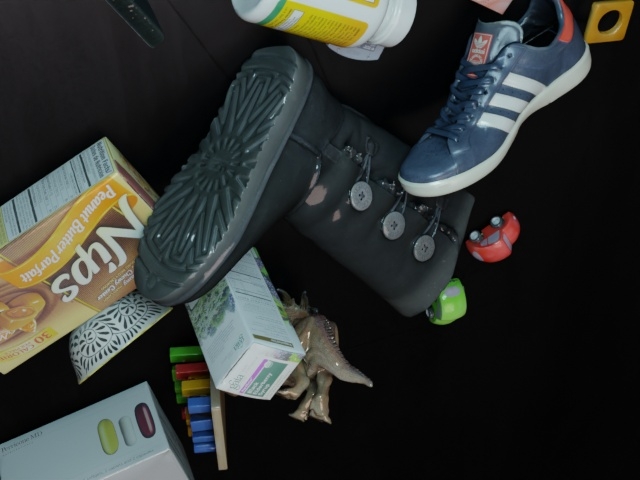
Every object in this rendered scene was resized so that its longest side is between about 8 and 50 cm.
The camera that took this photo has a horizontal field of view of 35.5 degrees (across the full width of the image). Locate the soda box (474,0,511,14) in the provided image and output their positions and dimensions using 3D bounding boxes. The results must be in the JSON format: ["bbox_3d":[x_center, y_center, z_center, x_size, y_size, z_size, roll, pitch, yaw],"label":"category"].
[{"bbox_3d":[0.176,-0.354,1.272,0.183,0.058,0.063,12,123,-36],"label":"soda box"}]

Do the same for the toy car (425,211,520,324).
[{"bbox_3d":[0.228,0.069,1.695,0.239,0.053,0.225,-13,134,-17],"label":"toy car"}]

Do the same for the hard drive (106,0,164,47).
[{"bbox_3d":[-0.217,-0.276,1.078,0.022,0.135,0.094,-36,136,7],"label":"hard drive"}]

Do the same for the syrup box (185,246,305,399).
[{"bbox_3d":[-0.117,0.104,1.410,0.096,0.237,0.093,18,119,-38],"label":"syrup box"}]

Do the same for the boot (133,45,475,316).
[{"bbox_3d":[0.001,-0.002,1.384,0.445,0.146,0.367,35,86,-46],"label":"boot"}]

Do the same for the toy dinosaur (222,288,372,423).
[{"bbox_3d":[-0.024,0.155,1.488,0.127,0.295,0.200,30,68,-24],"label":"toy dinosaur"}]

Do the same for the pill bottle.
[{"bbox_3d":[0.008,-0.297,1.193,0.208,0.118,0.118,7,126,-33],"label":"pill bottle"}]

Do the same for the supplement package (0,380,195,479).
[{"bbox_3d":[-0.353,0.384,1.612,0.261,0.145,0.204,-23,137,-7],"label":"supplement package"}]

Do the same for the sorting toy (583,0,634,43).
[{"bbox_3d":[0.420,-0.430,1.342,0.195,0.047,0.348,2,128,-24],"label":"sorting toy"}]

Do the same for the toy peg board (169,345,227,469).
[{"bbox_3d":[-0.193,0.254,1.578,0.079,0.161,0.161,-4,133,-4],"label":"toy peg board"}]

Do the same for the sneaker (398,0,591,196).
[{"bbox_3d":[0.218,-0.209,1.350,0.350,0.131,0.148,-45,129,-19],"label":"sneaker"}]

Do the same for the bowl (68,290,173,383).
[{"bbox_3d":[-0.300,0.120,1.422,0.170,0.170,0.080,-38,93,9],"label":"bowl"}]

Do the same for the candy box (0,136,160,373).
[{"bbox_3d":[-0.354,0.026,1.320,0.316,0.088,0.183,-34,137,3],"label":"candy box"}]

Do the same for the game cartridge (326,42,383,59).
[{"bbox_3d":[0.049,-0.267,1.317,0.083,0.017,0.056,8,122,-33],"label":"game cartridge"}]
